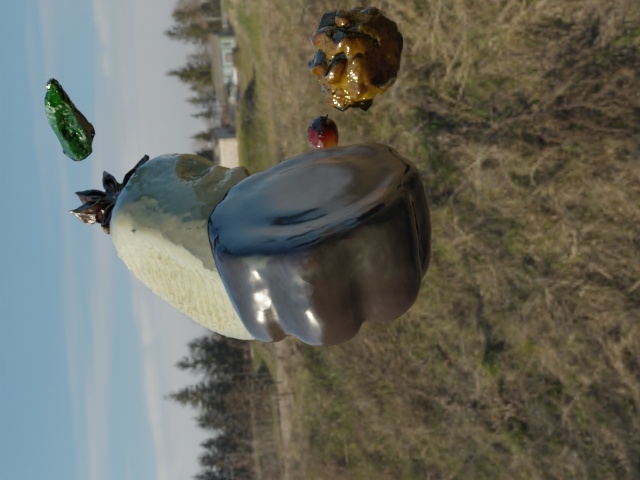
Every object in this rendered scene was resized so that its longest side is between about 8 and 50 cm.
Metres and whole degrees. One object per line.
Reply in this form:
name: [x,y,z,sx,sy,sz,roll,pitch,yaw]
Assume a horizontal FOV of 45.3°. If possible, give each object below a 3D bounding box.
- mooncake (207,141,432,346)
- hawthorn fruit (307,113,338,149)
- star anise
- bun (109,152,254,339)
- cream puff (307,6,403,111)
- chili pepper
mooncake: [0.000,0.000,0.967,0.306,0.305,0.154,-107,2,-66]
hawthorn fruit: [0.005,-0.233,1.678,0.077,0.077,0.077,175,90,-84]
star anise: [-0.460,-0.098,1.790,0.263,0.230,0.081,-71,-20,-45]
bun: [-0.168,0.000,1.264,0.211,0.359,0.360,-56,-14,-27]
cream puff: [0.034,-0.205,0.857,0.094,0.116,0.122,10,146,47]
chili pepper: [-0.471,-0.235,1.419,0.227,0.059,0.088,99,175,-68]
